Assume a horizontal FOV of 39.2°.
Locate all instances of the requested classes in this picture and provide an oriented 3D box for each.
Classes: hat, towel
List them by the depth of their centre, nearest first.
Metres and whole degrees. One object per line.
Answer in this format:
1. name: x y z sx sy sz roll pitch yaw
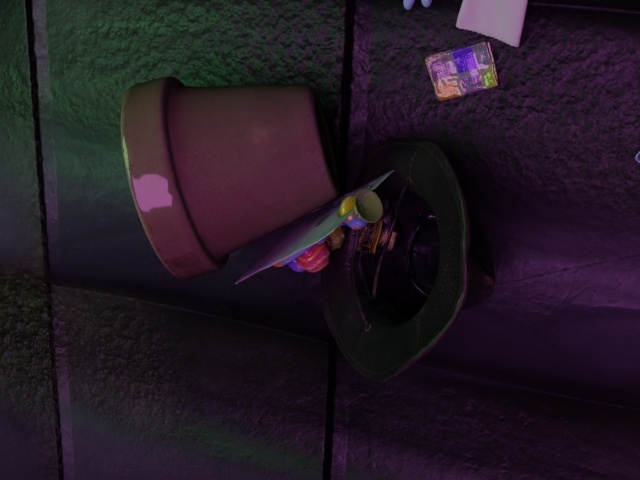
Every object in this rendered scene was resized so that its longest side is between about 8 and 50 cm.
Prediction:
1. hat: 0.129 0.031 1.119 0.134 0.331 0.331 13 119 -26
2. towel: 0.176 -0.210 1.119 0.083 0.009 0.060 -10 103 25

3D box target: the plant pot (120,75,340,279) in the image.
1. plant pot: -0.102 -0.099 1.156 0.230 0.263 0.262 -12 103 8

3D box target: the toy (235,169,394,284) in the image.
1. toy: 0.000 0.000 1.149 0.056 0.137 0.237 49 143 -6

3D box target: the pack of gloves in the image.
1. pack of gloves: 0.154 -0.341 1.019 0.195 0.046 0.232 25 138 18

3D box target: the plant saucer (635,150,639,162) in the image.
1. plant saucer: 0.466 -0.064 1.049 0.192 0.018 0.067 38 118 5
